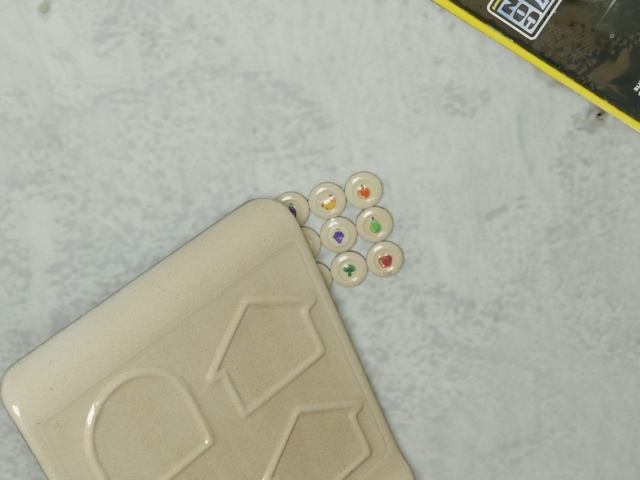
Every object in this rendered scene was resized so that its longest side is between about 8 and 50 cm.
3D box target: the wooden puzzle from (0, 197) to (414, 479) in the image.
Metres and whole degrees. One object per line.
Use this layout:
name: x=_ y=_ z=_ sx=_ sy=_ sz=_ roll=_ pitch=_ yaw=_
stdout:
wooden puzzle: x=-0.096 y=0.182 z=1.131 sx=0.322 sy=0.080 sz=0.348 roll=-37 pitch=111 yaw=-29

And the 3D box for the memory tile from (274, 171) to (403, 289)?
memory tile: x=0.000 y=0.000 z=1.182 sx=0.148 sy=0.012 sz=0.113 roll=-17 pitch=107 yaw=1

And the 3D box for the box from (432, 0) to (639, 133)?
box: x=0.273 y=-0.297 z=1.082 sx=0.257 sy=0.079 sz=0.322 roll=31 pitch=102 yaw=-11
